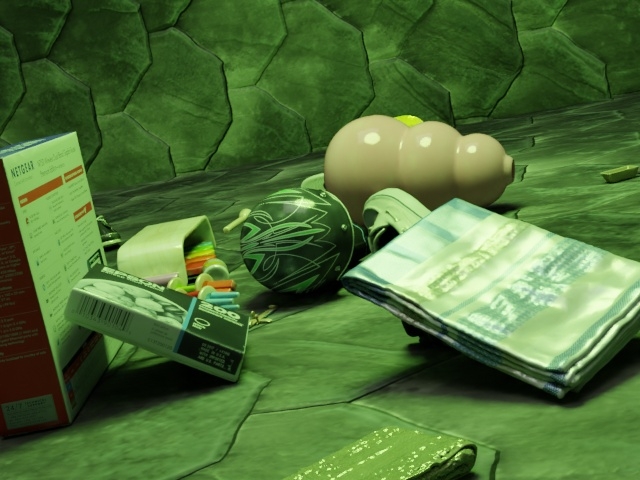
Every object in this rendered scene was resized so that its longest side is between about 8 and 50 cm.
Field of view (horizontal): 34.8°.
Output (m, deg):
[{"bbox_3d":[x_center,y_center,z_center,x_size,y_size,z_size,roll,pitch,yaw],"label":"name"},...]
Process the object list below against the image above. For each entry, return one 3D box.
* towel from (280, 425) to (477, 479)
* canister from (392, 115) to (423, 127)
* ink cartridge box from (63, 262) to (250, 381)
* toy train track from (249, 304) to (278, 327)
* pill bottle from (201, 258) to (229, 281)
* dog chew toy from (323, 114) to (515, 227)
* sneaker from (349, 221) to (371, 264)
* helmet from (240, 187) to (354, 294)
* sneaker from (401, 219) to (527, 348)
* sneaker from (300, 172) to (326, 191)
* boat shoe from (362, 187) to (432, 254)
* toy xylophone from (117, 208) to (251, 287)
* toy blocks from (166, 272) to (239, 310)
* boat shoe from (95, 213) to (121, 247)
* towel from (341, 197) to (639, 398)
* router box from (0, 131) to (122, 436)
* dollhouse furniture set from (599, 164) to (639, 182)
[{"bbox_3d":[0.039,0.183,0.784,0.148,0.027,0.110,-21,13,-37],"label":"towel"},{"bbox_3d":[0.143,-0.150,2.022,0.126,0.170,0.073,-17,40,-25],"label":"canister"},{"bbox_3d":[-0.186,0.087,1.222,0.206,0.045,0.208,21,8,-6],"label":"ink cartridge box"},{"bbox_3d":[-0.081,0.100,1.393,0.048,0.014,0.083,-6,11,26],"label":"toy train track"},{"bbox_3d":[-0.171,0.054,1.654,0.043,0.043,0.083,-13,10,-6],"label":"pill bottle"},{"bbox_3d":[0.178,-0.122,1.823,0.331,0.207,0.206,1,14,20],"label":"dog chew toy"},{"bbox_3d":[0.000,0.000,1.677,0.090,0.081,0.232,-15,17,-32],"label":"sneaker"},{"bbox_3d":[-0.032,0.001,1.466,0.169,0.169,0.161,-10,-5,8],"label":"helmet"},{"bbox_3d":[0.164,0.046,1.145,0.130,0.087,0.227,-3,29,31],"label":"sneaker"},{"bbox_3d":[0.073,-0.113,2.212,0.217,0.079,0.121,-1,9,11],"label":"sneaker"},{"bbox_3d":[0.113,-0.003,1.490,0.088,0.096,0.267,-19,28,-18],"label":"boat shoe"},{"bbox_3d":[-0.245,0.016,1.832,0.236,0.081,0.323,-9,11,14],"label":"toy xylophone"},{"bbox_3d":[-0.166,0.082,1.469,0.148,0.054,0.123,-6,12,27],"label":"toy blocks"},{"bbox_3d":[-0.519,-0.020,2.347,0.084,0.079,0.233,-15,12,-24],"label":"boat shoe"},{"bbox_3d":[0.185,0.042,1.024,0.285,0.034,0.209,24,45,39],"label":"towel"},{"bbox_3d":[-0.338,0.034,1.242,0.082,0.301,0.335,-11,10,2],"label":"router box"},{"bbox_3d":[0.565,-0.152,1.830,0.114,0.081,0.091,-15,11,-15],"label":"dollhouse furniture set"}]
